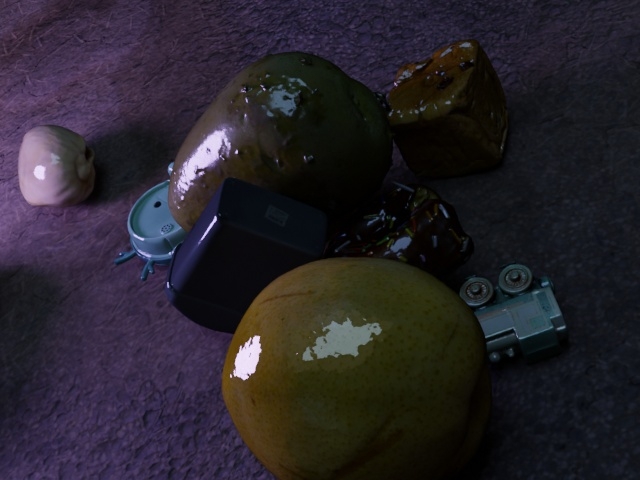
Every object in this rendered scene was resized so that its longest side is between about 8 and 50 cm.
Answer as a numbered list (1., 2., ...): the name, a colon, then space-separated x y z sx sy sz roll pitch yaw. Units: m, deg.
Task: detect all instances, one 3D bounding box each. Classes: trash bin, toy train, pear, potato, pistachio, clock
1. trash bin: -0.108 0.032 1.618 0.177 0.236 0.101 21 48 -13
2. toy train: 0.216 0.109 1.496 0.194 0.080 0.125 -21 48 5
3. pear: 0.046 0.165 1.368 0.315 0.314 0.314 -14 45 14
4. potato: -0.059 -0.114 1.677 0.359 0.270 0.219 -37 41 40
5. pistachio: -0.469 -0.131 2.024 0.145 0.117 0.200 -44 45 -10
6. clock: -0.236 -0.027 1.852 0.159 0.066 0.211 23 63 40

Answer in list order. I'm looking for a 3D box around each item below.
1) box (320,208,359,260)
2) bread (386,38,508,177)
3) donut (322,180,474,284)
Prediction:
1. box: 0.000 0.000 1.743 0.149 0.020 0.073 -39 46 -11
2. bread: 0.189 -0.190 1.732 0.143 0.158 0.149 -12 50 29
3. donut: 0.096 0.006 1.591 0.216 0.096 0.230 -29 23 15
